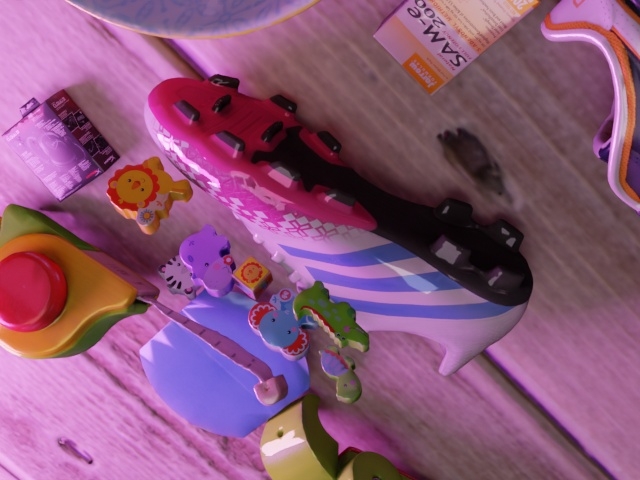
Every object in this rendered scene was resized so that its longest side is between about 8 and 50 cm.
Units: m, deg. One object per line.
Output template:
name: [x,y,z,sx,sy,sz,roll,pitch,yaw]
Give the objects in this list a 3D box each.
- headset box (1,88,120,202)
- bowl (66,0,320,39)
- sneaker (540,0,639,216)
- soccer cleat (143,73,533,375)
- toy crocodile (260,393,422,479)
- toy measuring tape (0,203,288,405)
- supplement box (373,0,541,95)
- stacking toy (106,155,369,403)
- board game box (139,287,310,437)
headset box: [-0.224,-0.083,0.707,0.062,0.032,0.083,-29,109,28]
bowl: [-0.065,-0.276,0.466,0.290,0.156,0.289,7,123,12]
sneaker: [0.262,-0.046,0.534,0.127,0.126,0.321,-29,99,25]
soccer cleat: [0.000,0.000,0.642,0.331,0.116,0.143,29,124,-3]
toy crocodile: [0.084,0.277,0.809,0.341,0.105,0.115,35,125,-11]
toy measuring tape: [-0.190,0.082,0.728,0.330,0.121,0.121,32,125,11]
supplement box: [0.093,-0.155,0.566,0.062,0.036,0.098,43,123,-11]
stacking toy: [-0.057,0.043,0.637,0.221,0.052,0.167,36,164,16]
board game box: [-0.086,0.112,0.784,0.133,0.033,0.169,43,120,-8]
